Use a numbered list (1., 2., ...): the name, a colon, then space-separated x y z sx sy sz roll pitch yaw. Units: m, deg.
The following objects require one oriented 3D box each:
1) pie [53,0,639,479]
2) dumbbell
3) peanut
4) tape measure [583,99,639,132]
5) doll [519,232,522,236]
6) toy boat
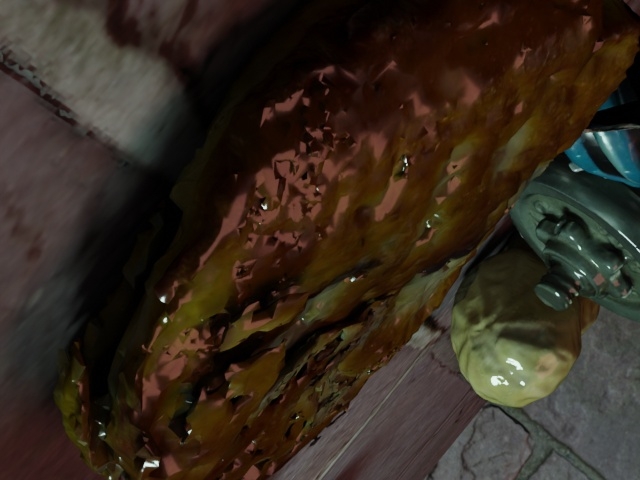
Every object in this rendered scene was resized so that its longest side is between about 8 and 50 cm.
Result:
1. pie: 0.001 0.001 0.653 0.308 0.085 0.308 -43 165 -15
2. dumbbell: 0.311 -0.099 1.287 0.406 0.179 0.179 -48 168 -15
3. peanut: 0.197 0.061 1.484 0.130 0.130 0.290 -56 173 25
4. tape measure: 0.156 -0.070 0.835 0.107 0.179 0.104 83 31 -73
5. doll: 0.231 -0.036 1.455 0.180 0.079 0.094 -20 115 -58
6. toy boat: 0.181 -0.086 1.031 0.092 0.134 0.299 -20 173 19
